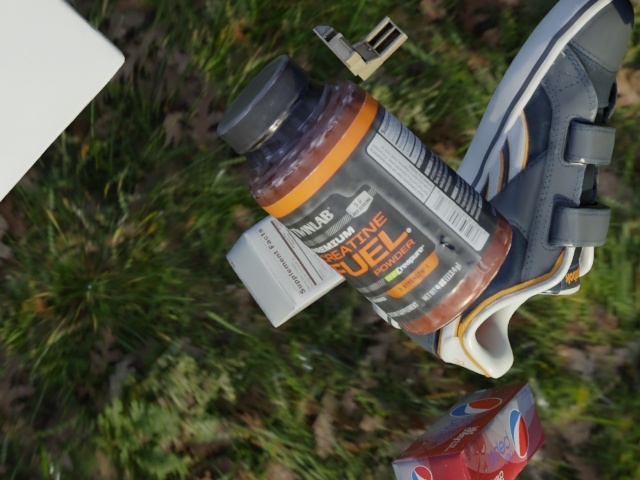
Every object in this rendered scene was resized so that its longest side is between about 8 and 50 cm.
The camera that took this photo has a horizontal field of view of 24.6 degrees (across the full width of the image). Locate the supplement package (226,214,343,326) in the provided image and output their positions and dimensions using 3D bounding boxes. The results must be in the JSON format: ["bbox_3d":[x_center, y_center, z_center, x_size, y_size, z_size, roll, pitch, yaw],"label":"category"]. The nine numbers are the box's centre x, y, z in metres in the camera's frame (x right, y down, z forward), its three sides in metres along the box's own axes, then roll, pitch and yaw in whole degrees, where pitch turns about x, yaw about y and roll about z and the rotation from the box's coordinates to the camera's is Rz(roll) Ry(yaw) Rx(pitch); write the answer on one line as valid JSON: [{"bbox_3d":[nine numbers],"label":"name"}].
[{"bbox_3d":[0.000,0.000,1.657,0.179,0.105,0.105,-34,86,-20],"label":"supplement package"}]

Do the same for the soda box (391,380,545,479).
[{"bbox_3d":[0.182,0.250,1.737,0.092,0.263,0.083,-13,97,27],"label":"soda box"}]

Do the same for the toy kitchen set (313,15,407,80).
[{"bbox_3d":[0.044,-0.242,1.701,0.075,0.083,0.068,-44,73,6],"label":"toy kitchen set"}]

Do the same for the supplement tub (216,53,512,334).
[{"bbox_3d":[0.026,-0.034,0.976,0.198,0.106,0.106,40,83,-13],"label":"supplement tub"}]

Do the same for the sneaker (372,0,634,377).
[{"bbox_3d":[0.173,-0.040,1.131,0.127,0.126,0.321,37,111,21],"label":"sneaker"}]

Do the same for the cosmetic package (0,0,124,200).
[{"bbox_3d":[-0.259,-0.086,0.676,0.224,0.138,0.225,-49,121,-5],"label":"cosmetic package"}]
